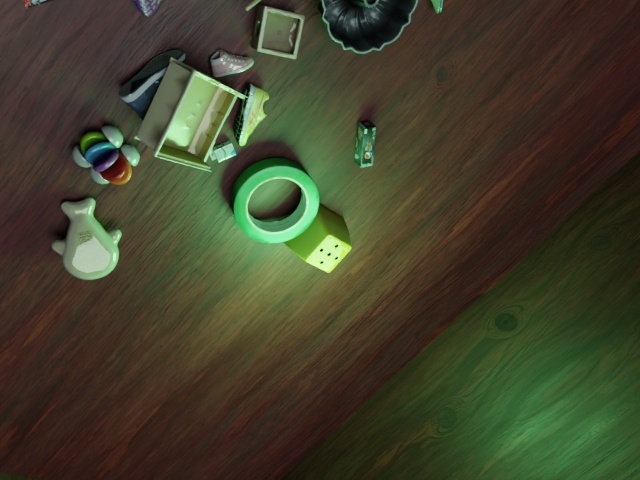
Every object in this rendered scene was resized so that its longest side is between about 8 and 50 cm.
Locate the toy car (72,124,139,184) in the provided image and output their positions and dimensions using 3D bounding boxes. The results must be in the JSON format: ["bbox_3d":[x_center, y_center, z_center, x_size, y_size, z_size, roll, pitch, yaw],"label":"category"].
[{"bbox_3d":[-0.649,-0.245,1.631,0.159,0.136,0.182,-33,134,0],"label":"toy car"}]

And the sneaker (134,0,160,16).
[{"bbox_3d":[-0.492,-0.698,1.389,0.236,0.104,0.095,82,27,-60],"label":"sneaker"}]

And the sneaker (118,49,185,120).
[{"bbox_3d":[-0.466,-0.450,1.605,0.226,0.086,0.163,-41,143,-4],"label":"sneaker"}]

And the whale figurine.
[{"bbox_3d":[-0.776,-0.009,1.782,0.216,0.141,0.272,-14,107,-18],"label":"whale figurine"}]

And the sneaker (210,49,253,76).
[{"bbox_3d":[-0.273,-0.552,1.641,0.134,0.051,0.070,-19,138,-8],"label":"sneaker"}]

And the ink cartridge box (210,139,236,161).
[{"bbox_3d":[-0.335,-0.301,1.827,0.083,0.028,0.048,-25,133,-7],"label":"ink cartridge box"}]

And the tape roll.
[{"bbox_3d":[-0.168,-0.144,1.983,0.321,0.077,0.321,-10,125,-14],"label":"tape roll"}]

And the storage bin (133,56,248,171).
[{"bbox_3d":[-0.380,-0.366,1.611,0.260,0.123,0.262,9,113,-60],"label":"storage bin"}]

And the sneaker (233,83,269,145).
[{"bbox_3d":[-0.224,-0.404,1.768,0.094,0.081,0.209,3,123,-33],"label":"sneaker"}]

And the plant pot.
[{"bbox_3d":[0.000,0.000,2.139,0.212,0.187,0.212,29,108,-41],"label":"plant pot"}]

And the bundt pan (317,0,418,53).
[{"bbox_3d":[0.131,-0.756,1.643,0.330,0.124,0.331,-15,131,-18],"label":"bundt pan"}]

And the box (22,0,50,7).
[{"bbox_3d":[-0.698,-0.654,1.351,0.137,0.027,0.094,-23,134,-10],"label":"box"}]

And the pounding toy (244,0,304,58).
[{"bbox_3d":[-0.148,-0.668,1.594,0.181,0.094,0.206,3,115,-24],"label":"pounding toy"}]

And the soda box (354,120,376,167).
[{"bbox_3d":[0.169,-0.362,2.024,0.053,0.060,0.169,-14,130,-20],"label":"soda box"}]

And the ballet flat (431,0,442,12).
[{"bbox_3d":[0.374,-0.854,1.744,0.068,0.072,0.213,4,128,3],"label":"ballet flat"}]
